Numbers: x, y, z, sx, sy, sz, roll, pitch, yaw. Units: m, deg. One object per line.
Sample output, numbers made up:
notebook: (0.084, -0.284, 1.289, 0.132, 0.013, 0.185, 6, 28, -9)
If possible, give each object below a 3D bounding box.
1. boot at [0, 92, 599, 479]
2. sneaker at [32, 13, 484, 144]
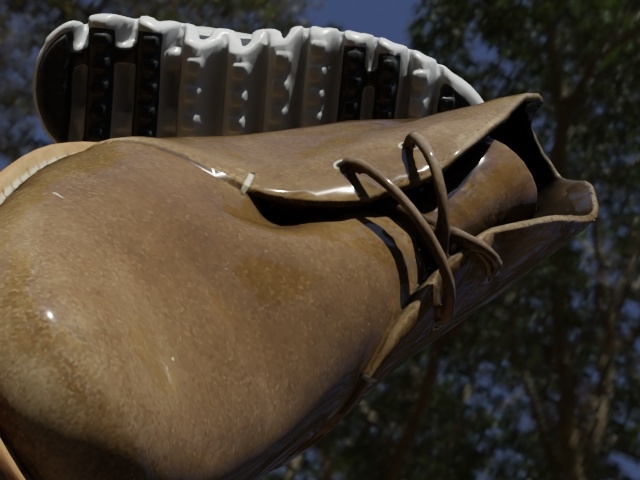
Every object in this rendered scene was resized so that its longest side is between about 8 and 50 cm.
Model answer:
boot: (0.000, 0.000, 0.424, 0.115, 0.305, 0.112, -27, -90, 23)
sneaker: (-0.032, -0.092, 0.958, 0.292, 0.118, 0.110, 11, -79, -4)
